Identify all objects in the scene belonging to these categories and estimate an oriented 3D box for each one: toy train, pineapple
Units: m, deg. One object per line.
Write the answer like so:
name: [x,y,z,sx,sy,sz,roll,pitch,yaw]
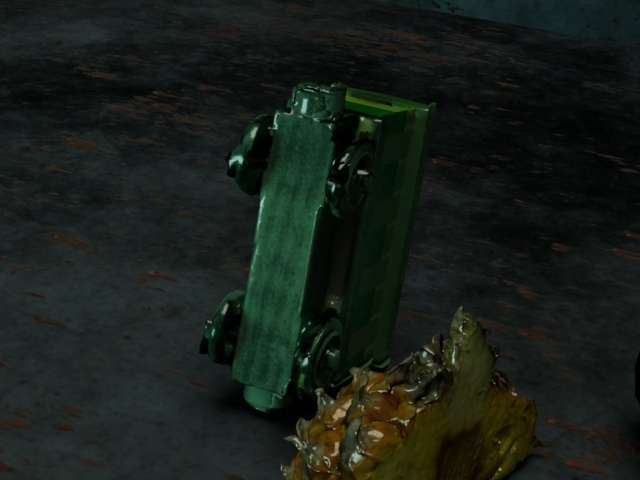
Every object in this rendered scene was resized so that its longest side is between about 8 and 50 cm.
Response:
toy train: [0.000,0.000,0.931,0.120,0.300,0.202,17,19,23]
pineapple: [0.061,0.125,0.844,0.250,0.164,0.140,-21,29,-37]

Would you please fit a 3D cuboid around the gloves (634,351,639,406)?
gloves: [0.453,0.133,0.906,0.357,0.155,0.203,4,30,-12]
